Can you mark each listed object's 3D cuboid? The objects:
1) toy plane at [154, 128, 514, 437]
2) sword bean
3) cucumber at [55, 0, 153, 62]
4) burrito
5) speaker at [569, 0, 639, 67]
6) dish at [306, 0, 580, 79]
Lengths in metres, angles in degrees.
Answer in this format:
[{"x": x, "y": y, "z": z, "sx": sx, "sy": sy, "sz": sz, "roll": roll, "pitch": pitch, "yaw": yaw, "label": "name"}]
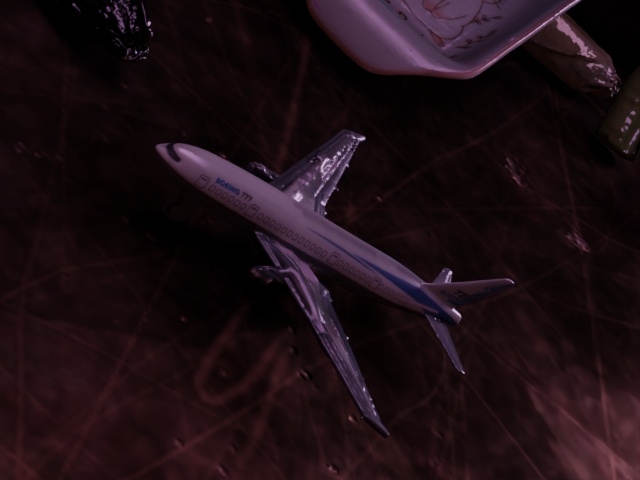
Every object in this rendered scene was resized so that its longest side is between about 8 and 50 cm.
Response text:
[{"x": -0.001, "y": 0.003, "z": 1.029, "sx": 0.226, "sy": 0.058, "sz": 0.226, "roll": 22, "pitch": 41, "yaw": -24, "label": "toy plane"}, {"x": 0.281, "y": -0.180, "z": 1.398, "sx": 0.038, "sy": 0.269, "sz": 0.043, "roll": 28, "pitch": -6, "yaw": 16, "label": "sword bean"}, {"x": -0.147, "y": -0.171, "z": 1.086, "sx": 0.053, "sy": 0.053, "sz": 0.181, "roll": -5, "pitch": 57, "yaw": -49, "label": "cucumber"}, {"x": 0.156, "y": -0.169, "z": 1.409, "sx": 0.188, "sy": 0.045, "sz": 0.058, "roll": 40, "pitch": 46, "yaw": -9, "label": "burrito"}, {"x": 0.272, "y": -0.272, "z": 1.537, "sx": 0.388, "sy": 0.180, "sz": 0.184, "roll": 40, "pitch": 27, "yaw": -4, "label": "speaker"}, {"x": 0.080, "y": -0.180, "z": 1.304, "sx": 0.154, "sy": 0.064, "sz": 0.234, "roll": 47, "pitch": 51, "yaw": 8, "label": "dish"}]
